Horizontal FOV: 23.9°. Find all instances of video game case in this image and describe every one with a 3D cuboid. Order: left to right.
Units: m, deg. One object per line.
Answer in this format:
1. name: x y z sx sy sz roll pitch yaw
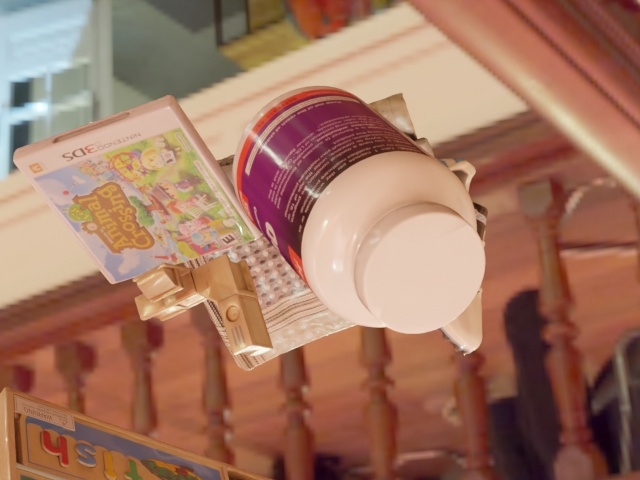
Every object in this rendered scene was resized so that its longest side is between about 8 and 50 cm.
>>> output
1. video game case: -0.197 -0.050 1.648 0.193 0.023 0.212 -17 132 18

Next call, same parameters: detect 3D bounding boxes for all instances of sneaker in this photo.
1. sneaker: 0.145 0.011 1.644 0.086 0.237 0.085 -29 141 31

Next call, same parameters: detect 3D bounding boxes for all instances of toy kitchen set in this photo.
1. toy kitchen set: -0.095 0.057 1.112 0.083 0.075 0.068 -25 161 21

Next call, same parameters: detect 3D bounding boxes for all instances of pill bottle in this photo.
1. pill bottle: 0.039 -0.030 1.529 0.181 0.323 0.181 -9 115 -19

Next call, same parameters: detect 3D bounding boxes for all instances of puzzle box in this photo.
1. puzzle box: -0.198 0.337 1.785 0.409 0.272 0.052 24 117 -28

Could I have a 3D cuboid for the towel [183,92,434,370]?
1. towel: 0.000 0.000 1.820 0.324 0.056 0.312 -21 126 1
